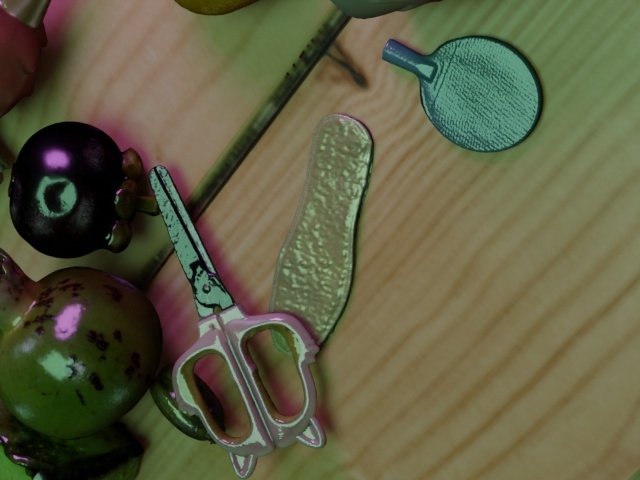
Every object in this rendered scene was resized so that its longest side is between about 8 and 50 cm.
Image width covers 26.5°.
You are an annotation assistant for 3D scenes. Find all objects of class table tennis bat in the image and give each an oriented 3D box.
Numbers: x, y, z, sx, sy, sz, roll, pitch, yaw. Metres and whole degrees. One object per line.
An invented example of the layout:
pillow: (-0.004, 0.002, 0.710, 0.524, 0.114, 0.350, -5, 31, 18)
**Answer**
table tennis bat: (0.123, -0.137, 1.198, 0.155, 0.019, 0.100, 27, 112, 18)

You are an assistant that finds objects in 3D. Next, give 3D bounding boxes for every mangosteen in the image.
mangosteen: (-0.234, -0.046, 1.352, 0.151, 0.137, 0.137, 13, 110, -11)

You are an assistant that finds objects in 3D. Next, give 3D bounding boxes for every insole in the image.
insole: (0.000, 0.000, 1.295, 0.081, 0.011, 0.248, 20, 109, 23)

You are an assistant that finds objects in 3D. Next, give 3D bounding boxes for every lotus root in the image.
lotus root: (-0.131, 0.168, 1.377, 0.054, 0.049, 0.099, -45, 78, -2)

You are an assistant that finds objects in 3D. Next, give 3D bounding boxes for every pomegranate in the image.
pomegranate: (-0.261, 0.097, 1.349, 0.210, 0.179, 0.179, 35, 115, 5)

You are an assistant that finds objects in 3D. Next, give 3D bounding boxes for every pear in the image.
pear: (-0.347, 0.270, 1.451, 0.238, 0.164, 0.255, 31, 115, 16)

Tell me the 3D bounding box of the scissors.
scissors: (-0.098, 0.071, 1.331, 0.160, 0.024, 0.317, -25, 86, 17)

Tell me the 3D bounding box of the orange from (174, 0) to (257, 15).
orange: (-0.098, -0.282, 1.217, 0.156, 0.134, 0.157, 0, 90, 16)

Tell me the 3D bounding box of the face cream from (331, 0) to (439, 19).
face cream: (0.093, -0.283, 1.091, 0.195, 0.175, 0.175, -15, 94, 28)

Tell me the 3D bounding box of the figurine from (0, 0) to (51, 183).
figurine: (-0.377, -0.171, 1.380, 0.207, 0.166, 0.387, 30, 116, -19)
